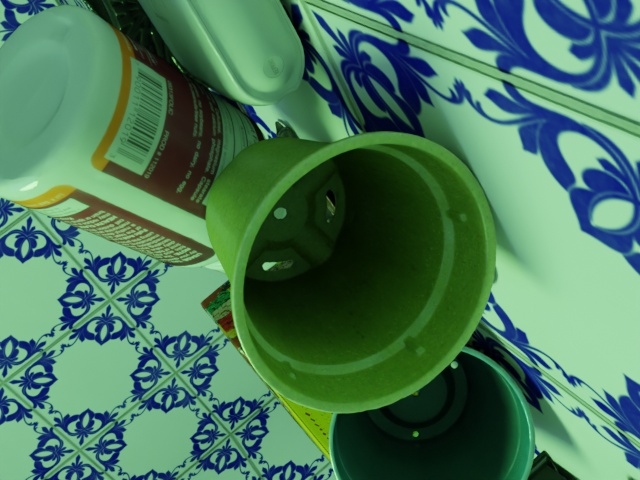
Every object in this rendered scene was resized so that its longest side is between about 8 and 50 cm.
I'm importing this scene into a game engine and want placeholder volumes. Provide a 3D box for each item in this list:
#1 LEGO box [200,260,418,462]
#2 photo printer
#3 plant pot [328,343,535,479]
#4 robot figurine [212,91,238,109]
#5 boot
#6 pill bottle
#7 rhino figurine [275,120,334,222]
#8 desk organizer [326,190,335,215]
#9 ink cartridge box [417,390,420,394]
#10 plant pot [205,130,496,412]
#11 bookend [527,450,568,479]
[{"bbox_3d":[0.028,0.278,1.565,0.500,0.193,0.372,53,170,-16],"label":"LEGO box"},{"bbox_3d":[-0.146,-0.295,0.945,0.256,0.107,0.307,39,164,52],"label":"photo printer"},{"bbox_3d":[0.151,0.252,1.220,0.271,0.272,0.255,52,-175,-4],"label":"plant pot"},{"bbox_3d":[-0.194,-0.178,1.519,0.158,0.128,0.219,44,170,-1],"label":"robot figurine"},{"bbox_3d":[-0.315,-0.373,1.333,0.260,0.131,0.348,20,137,59],"label":"boot"},{"bbox_3d":[-0.201,-0.096,1.022,0.224,0.224,0.392,44,-171,38],"label":"pill bottle"},{"bbox_3d":[-0.030,-0.074,1.257,0.106,0.073,0.243,104,146,-72],"label":"rhino figurine"},{"bbox_3d":[0.027,-0.071,1.157,0.130,0.047,0.050,54,168,-14],"label":"desk organizer"},{"bbox_3d":[0.202,0.333,1.768,0.330,0.071,0.324,51,169,-14],"label":"ink cartridge box"},{"bbox_3d":[0.000,0.000,0.882,0.276,0.276,0.254,57,170,-28],"label":"plant pot"},{"bbox_3d":[0.385,0.419,1.240,0.157,0.072,0.156,56,168,-22],"label":"bookend"}]
